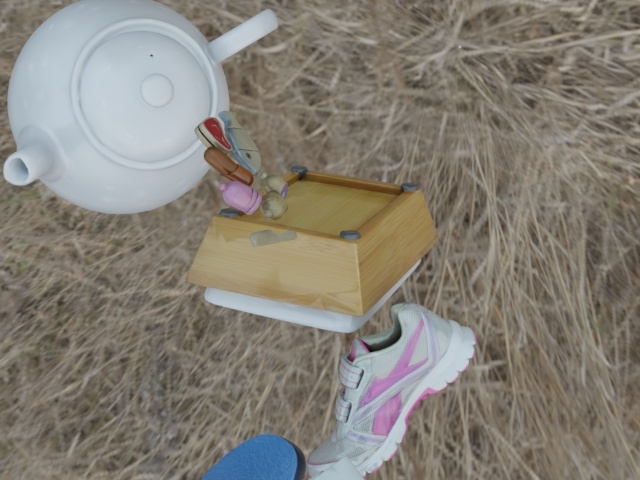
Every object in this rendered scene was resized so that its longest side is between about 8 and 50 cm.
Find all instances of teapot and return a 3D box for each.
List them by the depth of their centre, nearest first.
[{"bbox_3d":[-0.192,-0.149,1.151,0.252,0.187,0.256,15,81,-26],"label":"teapot"}]

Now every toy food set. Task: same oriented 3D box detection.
[{"bbox_3d":[-0.059,-0.054,0.859,0.019,0.078,0.122,-39,74,32],"label":"toy food set"}]

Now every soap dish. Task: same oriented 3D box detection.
[{"bbox_3d":[0.000,0.000,1.390,0.228,0.291,0.118,11,112,21],"label":"soap dish"}]

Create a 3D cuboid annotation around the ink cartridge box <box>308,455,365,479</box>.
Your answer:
[{"bbox_3d":[0.014,0.327,1.065,0.127,0.128,0.176,-29,72,-28],"label":"ink cartridge box"}]

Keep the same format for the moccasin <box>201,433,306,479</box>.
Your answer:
[{"bbox_3d":[-0.124,0.393,1.356,0.137,0.117,0.342,33,88,36],"label":"moccasin"}]

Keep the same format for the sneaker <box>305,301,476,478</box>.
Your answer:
[{"bbox_3d":[0.060,0.170,1.272,0.111,0.103,0.252,40,88,-12],"label":"sneaker"}]
